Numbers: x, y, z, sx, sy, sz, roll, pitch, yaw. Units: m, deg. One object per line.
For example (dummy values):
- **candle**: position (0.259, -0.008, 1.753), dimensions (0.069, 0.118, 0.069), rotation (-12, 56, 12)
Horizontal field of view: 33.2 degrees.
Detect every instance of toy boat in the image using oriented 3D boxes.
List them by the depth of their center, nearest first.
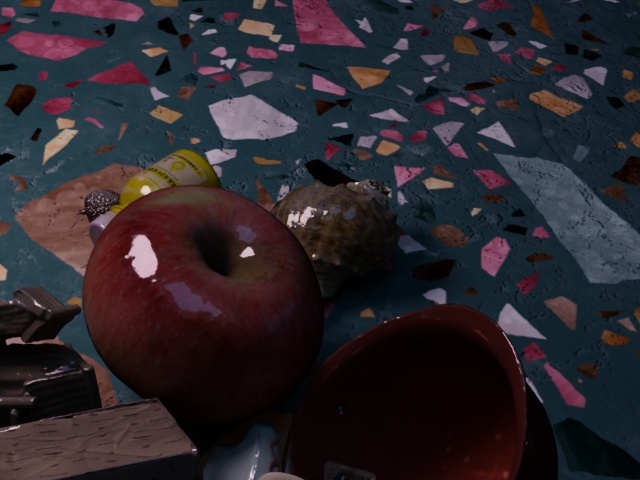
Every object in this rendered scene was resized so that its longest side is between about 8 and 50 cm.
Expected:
- **toy boat**: position (-0.096, 0.327, 1.317), dimensions (0.079, 0.134, 0.208), rotation (39, 36, -25)

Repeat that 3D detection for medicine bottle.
- **medicine bottle**: position (-0.268, -0.051, 1.714), dimensions (0.122, 0.122, 0.212), rotation (31, 48, 27)

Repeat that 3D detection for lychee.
- **lychee**: position (-0.355, -0.050, 1.753), dimensions (0.083, 0.068, 0.067), rotation (-19, 88, -27)

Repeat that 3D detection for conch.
- **conch**: position (0.003, -0.013, 1.667), dimensions (0.210, 0.159, 0.291), rotation (29, 49, 23)

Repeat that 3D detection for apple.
- **apple**: position (-0.162, 0.095, 1.437), dimensions (0.345, 0.269, 0.345), rotation (16, 41, -15)

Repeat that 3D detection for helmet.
- **helmet**: position (0.151, 0.274, 1.262), dimensions (0.230, 0.385, 0.337), rotation (29, 25, -36)

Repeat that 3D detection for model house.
- **model house**: position (-0.378, 0.170, 1.380), dimensions (0.188, 0.229, 0.122), rotation (-6, 15, 10)

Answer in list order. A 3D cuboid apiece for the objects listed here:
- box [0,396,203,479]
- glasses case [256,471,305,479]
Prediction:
- **box**: position (-0.249, 0.304, 1.167), dimensions (0.225, 0.190, 0.297), rotation (-10, 6, -17)
- **glasses case**: position (-0.047, 0.353, 1.186), dimensions (0.083, 0.050, 0.196), rotation (18, 46, -16)
